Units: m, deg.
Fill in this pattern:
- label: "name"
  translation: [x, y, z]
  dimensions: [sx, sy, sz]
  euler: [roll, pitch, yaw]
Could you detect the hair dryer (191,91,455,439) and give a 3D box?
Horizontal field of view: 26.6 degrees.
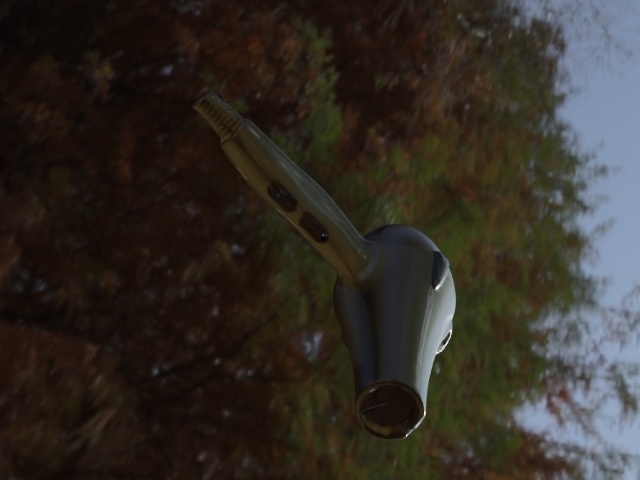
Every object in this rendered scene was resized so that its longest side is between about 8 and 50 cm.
- label: "hair dryer"
  translation: [0.014, 0.025, 0.848]
  dimensions: [0.088, 0.219, 0.225]
  euler: [-39, -54, 17]
